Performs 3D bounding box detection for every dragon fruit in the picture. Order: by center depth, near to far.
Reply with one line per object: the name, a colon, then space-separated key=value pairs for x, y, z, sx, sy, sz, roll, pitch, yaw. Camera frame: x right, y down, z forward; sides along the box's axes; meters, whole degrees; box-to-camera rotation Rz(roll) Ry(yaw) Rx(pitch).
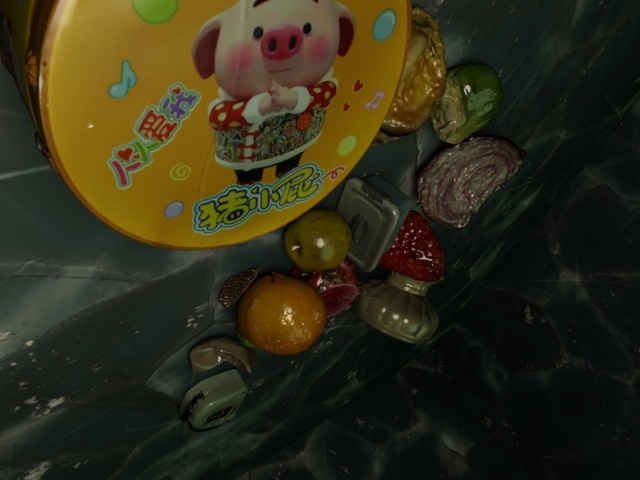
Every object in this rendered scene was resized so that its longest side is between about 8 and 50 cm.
dragon fruit: x=0.016 y=0.141 z=1.162 sx=0.211 sy=0.147 sz=0.282 roll=-16 pitch=140 yaw=-38

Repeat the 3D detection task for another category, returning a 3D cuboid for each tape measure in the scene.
tape measure: x=-0.349 y=0.536 z=1.291 sx=0.207 sy=0.115 sz=0.235 roll=-11 pitch=139 yaw=-45

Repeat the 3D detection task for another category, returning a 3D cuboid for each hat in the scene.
hat: x=-0.253 y=0.296 z=1.124 sx=0.166 sy=0.173 sz=0.144 roll=-3 pitch=110 yaw=9

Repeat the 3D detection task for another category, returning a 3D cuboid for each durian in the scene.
durian: x=-0.190 y=0.113 z=0.973 sx=0.130 sy=0.052 sz=0.066 roll=-48 pitch=147 yaw=-9

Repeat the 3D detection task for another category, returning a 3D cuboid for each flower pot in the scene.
flower pot: x=0.282 y=0.189 z=1.412 sx=0.307 sy=0.307 sz=0.244 roll=16 pitch=98 yaw=-56

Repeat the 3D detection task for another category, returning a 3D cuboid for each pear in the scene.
pear: x=0.000 y=0.000 z=0.953 sx=0.162 sy=0.149 sz=0.149 roll=-12 pitch=140 yaw=-34

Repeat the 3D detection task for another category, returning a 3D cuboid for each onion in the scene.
onion: x=0.405 y=-0.205 z=1.180 sx=0.280 sy=0.146 sz=0.314 roll=27 pitch=120 yaw=-33

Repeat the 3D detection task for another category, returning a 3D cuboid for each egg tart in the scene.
egg tart: x=0.157 y=-0.290 z=0.783 sx=0.297 sy=0.132 sz=0.297 roll=-31 pitch=144 yaw=-25

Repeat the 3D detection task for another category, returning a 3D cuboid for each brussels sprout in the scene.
brussels sprout: x=0.340 y=-0.319 z=0.940 sx=0.145 sy=0.131 sz=0.183 roll=-26 pitch=143 yaw=-15

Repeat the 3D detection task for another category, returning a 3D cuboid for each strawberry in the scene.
strawberry: x=0.259 y=0.023 z=1.187 sx=0.205 sy=0.244 sz=0.205 roll=-27 pitch=147 yaw=-20

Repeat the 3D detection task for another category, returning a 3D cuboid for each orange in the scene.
orange: x=-0.093 y=0.177 z=0.983 sx=0.219 sy=0.219 sz=0.193 roll=-2 pitch=108 yaw=-48

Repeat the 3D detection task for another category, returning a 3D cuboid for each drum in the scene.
drum: x=-0.118 y=-0.203 z=0.477 sx=0.431 sy=0.214 sz=0.431 roll=-30 pitch=150 yaw=-20

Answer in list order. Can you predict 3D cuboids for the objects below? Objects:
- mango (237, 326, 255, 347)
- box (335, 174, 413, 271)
mango: x=-0.156 y=0.240 z=1.138 sx=0.178 sy=0.100 sz=0.119 roll=-3 pitch=131 yaw=-58
box: x=0.123 y=-0.047 z=1.028 sx=0.130 sy=0.162 sz=0.227 roll=-29 pitch=150 yaw=-41
